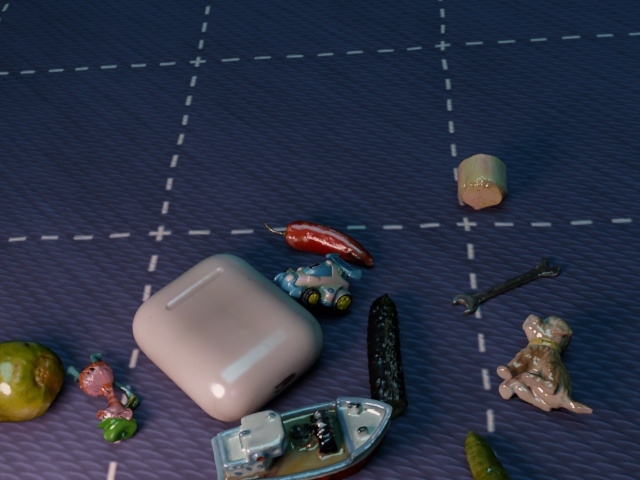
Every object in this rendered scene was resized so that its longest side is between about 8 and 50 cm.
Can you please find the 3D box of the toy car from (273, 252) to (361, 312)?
[{"bbox_3d":[-0.007,0.075,1.814,0.161,0.098,0.126,14,16,-40],"label":"toy car"}]

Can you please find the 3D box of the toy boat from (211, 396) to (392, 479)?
[{"bbox_3d":[-0.029,0.356,1.565,0.332,0.133,0.145,-13,45,-5],"label":"toy boat"}]

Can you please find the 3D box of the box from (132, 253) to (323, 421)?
[{"bbox_3d":[-0.186,0.186,1.742,0.288,0.141,0.349,-38,54,-25],"label":"box"}]

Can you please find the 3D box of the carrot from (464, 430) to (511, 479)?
[{"bbox_3d":[0.317,0.469,1.464,0.074,0.074,0.358,-13,43,-5],"label":"carrot"}]

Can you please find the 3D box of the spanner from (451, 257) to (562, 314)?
[{"bbox_3d":[0.396,0.096,1.843,0.254,0.015,0.054,-21,46,-13],"label":"spanner"}]

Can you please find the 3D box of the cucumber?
[{"bbox_3d":[0.126,0.218,1.725,0.072,0.072,0.300,-5,45,3],"label":"cucumber"}]

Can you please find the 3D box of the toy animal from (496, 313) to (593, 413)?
[{"bbox_3d":[0.453,0.232,1.651,0.184,0.104,0.185,19,47,25],"label":"toy animal"}]

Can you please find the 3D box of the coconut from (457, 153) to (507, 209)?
[{"bbox_3d":[0.373,-0.143,2.006,0.116,0.116,0.122,3,52,9],"label":"coconut"}]

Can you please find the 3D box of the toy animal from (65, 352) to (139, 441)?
[{"bbox_3d":[-0.419,0.301,1.710,0.103,0.100,0.208,6,26,-47],"label":"toy animal"}]

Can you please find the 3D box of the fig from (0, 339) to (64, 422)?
[{"bbox_3d":[-0.626,0.269,1.705,0.233,0.167,0.167,8,48,5],"label":"fig"}]

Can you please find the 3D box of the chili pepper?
[{"bbox_3d":[0.000,0.000,1.952,0.272,0.071,0.063,16,11,14],"label":"chili pepper"}]
